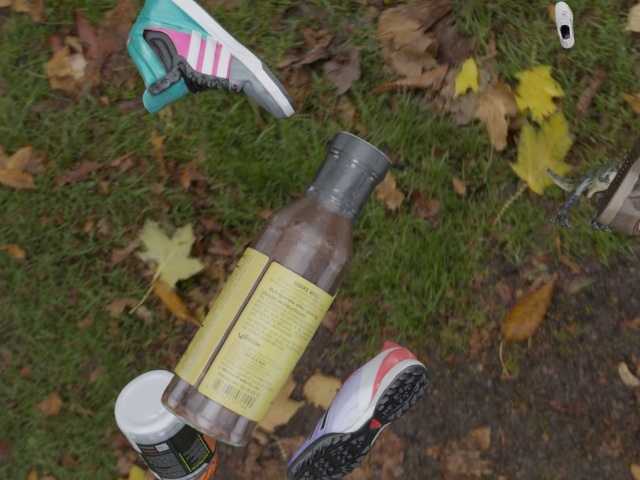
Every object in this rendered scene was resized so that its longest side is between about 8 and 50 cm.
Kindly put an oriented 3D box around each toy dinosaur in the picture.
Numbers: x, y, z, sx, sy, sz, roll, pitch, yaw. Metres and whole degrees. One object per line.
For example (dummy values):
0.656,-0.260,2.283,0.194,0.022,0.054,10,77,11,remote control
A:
0.434,-0.076,1.561,0.064,0.268,0.118,22,80,-17,toy dinosaur

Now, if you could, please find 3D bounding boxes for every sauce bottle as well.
-0.037,0.047,1.021,0.111,0.111,0.344,32,85,-1,sauce bottle

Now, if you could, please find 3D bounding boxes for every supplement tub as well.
-0.229,0.295,1.478,0.117,0.117,0.190,-8,136,10,supplement tub

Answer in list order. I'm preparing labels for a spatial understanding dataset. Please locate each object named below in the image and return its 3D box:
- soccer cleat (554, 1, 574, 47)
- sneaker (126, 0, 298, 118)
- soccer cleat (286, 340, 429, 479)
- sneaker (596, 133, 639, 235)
0.398,-0.354,1.572,0.029,0.035,0.083,-9,76,19,soccer cleat
-0.193,-0.253,1.520,0.295,0.124,0.178,42,90,4,sneaker
0.055,0.318,1.744,0.318,0.116,0.108,-45,126,0,soccer cleat
0.408,-0.087,1.163,0.071,0.066,0.188,25,125,-1,sneaker
